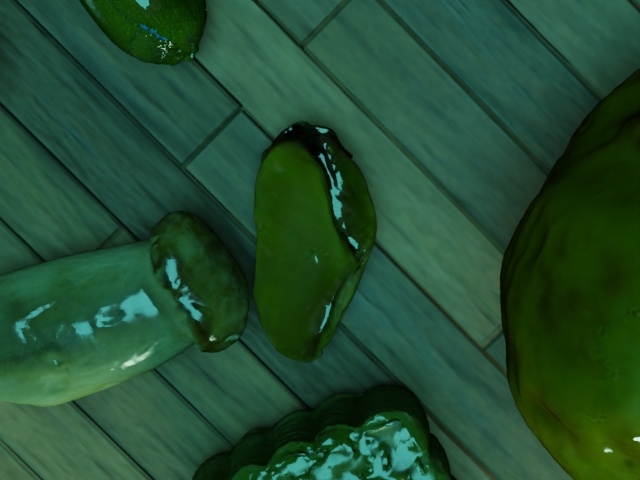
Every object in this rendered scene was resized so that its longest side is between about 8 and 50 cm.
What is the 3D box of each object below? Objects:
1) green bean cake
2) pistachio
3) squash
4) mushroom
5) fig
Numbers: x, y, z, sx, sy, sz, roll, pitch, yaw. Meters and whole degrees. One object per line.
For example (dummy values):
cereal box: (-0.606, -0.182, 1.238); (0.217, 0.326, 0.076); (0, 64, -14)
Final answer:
green bean cake: (0.018, 0.228, 1.155); (0.200, 0.113, 0.214); (-27, 96, 9)
pistachio: (0.000, 0.000, 1.149); (0.089, 0.049, 0.173); (8, 103, 26)
squash: (-0.177, -0.266, 1.099); (0.087, 0.087, 0.331); (-26, 97, 8)
mushroom: (-0.212, 0.070, 1.161); (0.333, 0.087, 0.107); (-18, 94, 11)
fig: (0.288, 0.054, 1.011); (0.343, 0.343, 0.343); (1, 100, 4)
